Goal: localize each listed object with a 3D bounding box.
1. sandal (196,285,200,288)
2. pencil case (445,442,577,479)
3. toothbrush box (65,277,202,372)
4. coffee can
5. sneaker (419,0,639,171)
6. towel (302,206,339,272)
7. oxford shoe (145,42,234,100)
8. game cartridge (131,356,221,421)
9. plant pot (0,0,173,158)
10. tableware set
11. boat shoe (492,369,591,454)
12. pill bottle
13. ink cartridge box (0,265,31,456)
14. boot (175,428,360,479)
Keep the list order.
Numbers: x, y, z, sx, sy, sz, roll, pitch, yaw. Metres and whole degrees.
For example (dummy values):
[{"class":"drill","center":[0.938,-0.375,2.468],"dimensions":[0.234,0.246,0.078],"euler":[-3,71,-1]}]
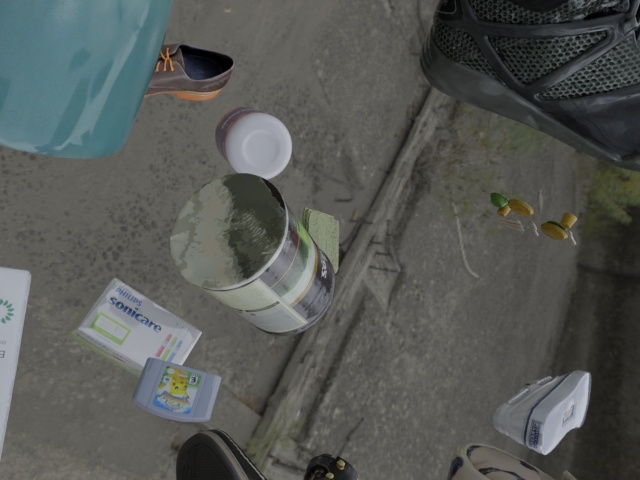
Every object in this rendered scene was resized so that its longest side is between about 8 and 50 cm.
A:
[{"class":"sandal","center":[-0.274,0.133,1.641],"dimensions":[0.086,0.302,0.120],"euler":[-28,118,-77]},{"class":"pencil case","center":[0.173,0.452,0.610],"dimensions":[0.183,0.160,0.410],"euler":[25,85,-22]},{"class":"toothbrush box","center":[-0.408,0.199,1.108],"dimensions":[0.206,0.283,0.122],"euler":[38,61,-19]},{"class":"coffee can","center":[-0.106,0.038,0.918],"dimensions":[0.275,0.201,0.202],"euler":[54,50,-60]},{"class":"sneaker","center":[0.181,-0.119,0.305],"dimensions":[0.130,0.227,0.087],"euler":[102,13,-64]},{"class":"towel","center":[0.000,0.000,1.212],"dimensions":[0.110,0.027,0.148],"euler":[17,63,-39]},{"class":"oxford shoe","center":[-0.355,-0.370,1.084],"dimensions":[0.363,0.132,0.130],"euler":[-14,91,-36]},{"class":"game cartridge","center":[-0.152,0.161,0.549],"dimensions":[0.017,0.083,0.056],"euler":[119,-15,-53]},{"class":"plant pot","center":[-0.280,-0.260,0.503],"dimensions":[0.235,0.293,0.293],"euler":[-53,155,21]},{"class":"tableware set","center":[0.379,-0.045,0.922],"dimensions":[0.024,0.154,0.104],"euler":[-54,131,-11]},{"class":"boat shoe","center":[0.352,0.249,0.806],"dimensions":[0.258,0.084,0.095],"euler":[4,94,-48]},{"class":"pill bottle","center":[-0.206,-0.290,1.503],"dimensions":[0.181,0.323,0.182],"euler":[-6,110,-18]},{"class":"ink cartridge box","center":[-0.255,0.165,0.239],"dimensions":[0.165,0.065,0.333],"euler":[16,66,-39]},{"class":"boot","center":[-0.054,0.447,0.870],"dimensions":[0.377,0.138,0.284],"euler":[53,22,9]}]
